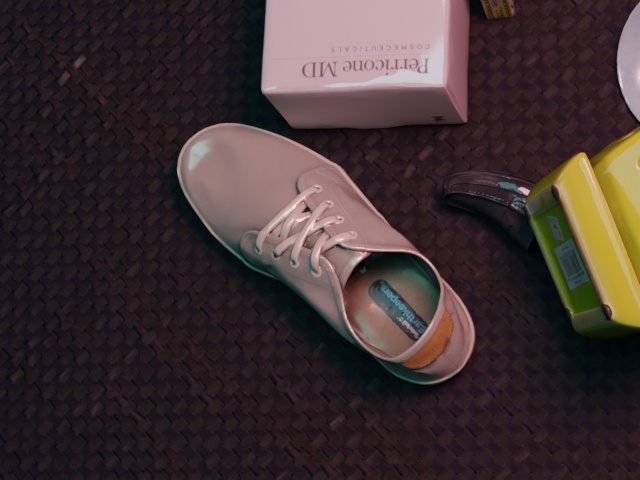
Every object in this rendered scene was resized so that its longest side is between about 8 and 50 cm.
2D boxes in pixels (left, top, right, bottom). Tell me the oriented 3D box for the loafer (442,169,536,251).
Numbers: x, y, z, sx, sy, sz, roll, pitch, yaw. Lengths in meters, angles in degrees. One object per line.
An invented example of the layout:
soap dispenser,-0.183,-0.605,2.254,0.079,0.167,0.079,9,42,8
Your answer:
loafer,0.247,-0.027,1.782,0.223,0.076,0.078,15,73,13

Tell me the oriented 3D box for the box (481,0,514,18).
box,0.210,-0.389,1.857,0.036,0.114,0.207,-4,76,13

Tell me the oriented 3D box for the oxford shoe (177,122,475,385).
oxford shoe,0.000,0.000,1.811,0.449,0.130,0.169,41,91,20

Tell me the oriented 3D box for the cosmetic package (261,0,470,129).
cosmetic package,0.064,-0.376,1.866,0.230,0.161,0.453,-1,77,14

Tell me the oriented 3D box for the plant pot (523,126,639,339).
plant pot,0.355,-0.011,1.633,0.207,0.228,0.227,-20,85,-8

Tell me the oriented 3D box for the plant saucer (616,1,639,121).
plant saucer,0.441,-0.211,1.771,0.195,0.037,0.195,5,98,40
